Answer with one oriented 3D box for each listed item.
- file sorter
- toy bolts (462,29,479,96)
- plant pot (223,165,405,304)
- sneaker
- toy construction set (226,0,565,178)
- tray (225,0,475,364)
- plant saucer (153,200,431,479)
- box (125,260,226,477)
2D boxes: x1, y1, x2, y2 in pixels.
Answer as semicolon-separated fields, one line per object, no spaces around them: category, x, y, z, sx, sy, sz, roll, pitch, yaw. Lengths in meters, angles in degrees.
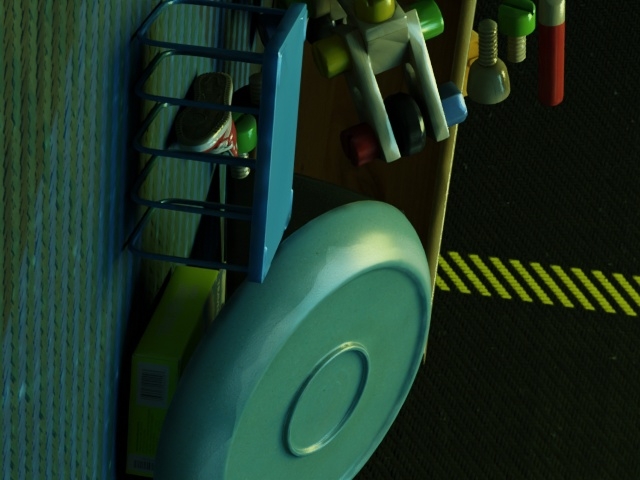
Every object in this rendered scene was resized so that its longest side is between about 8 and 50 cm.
file sorter;-0.074;-0.076;1.285;0.118;0.104;0.170;-70;167;-66
toy bolts;0.100;-0.279;2.380;0.158;0.218;0.229;27;53;-77
plant pot;-0.006;0.056;1.641;0.188;0.167;0.187;-91;-176;-45
sneaker;-0.089;-0.080;1.442;0.118;0.042;0.067;-77;169;-59
toy construction set;0.063;-0.224;1.611;0.257;0.308;0.237;-88;175;-49
tray;0.034;-0.093;1.834;0.076;0.202;0.411;77;21;-76
plant saucer;-0.007;0.119;1.440;0.317;0.043;0.318;-38;146;-32
box;-0.113;0.097;1.435;0.178;0.042;0.109;-71;168;-65
